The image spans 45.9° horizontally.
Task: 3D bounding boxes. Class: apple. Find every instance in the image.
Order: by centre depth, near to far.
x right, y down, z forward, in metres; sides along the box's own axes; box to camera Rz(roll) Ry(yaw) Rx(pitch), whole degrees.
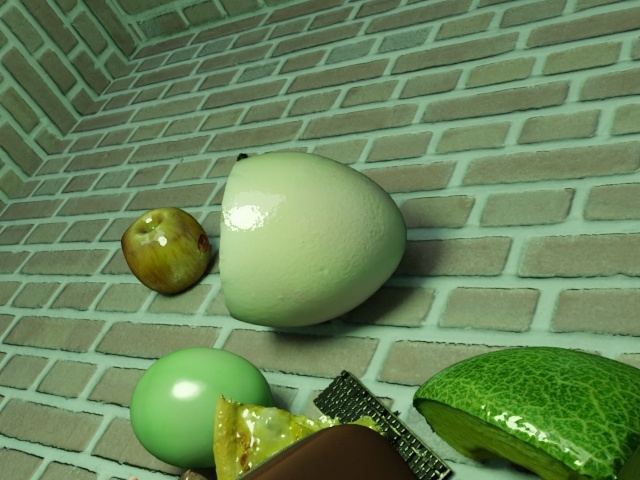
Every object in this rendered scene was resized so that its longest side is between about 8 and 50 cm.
[{"bbox_3d":[-0.383,0.024,1.886,0.211,0.188,0.211,-18,39,16],"label":"apple"}]

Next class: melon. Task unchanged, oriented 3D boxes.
[{"bbox_3d":[0.293,0.246,1.048,0.343,0.226,0.331,20,25,36],"label":"melon"}]

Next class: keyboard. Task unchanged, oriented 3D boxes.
[{"bbox_3d":[0.095,0.325,1.287,0.106,0.027,0.317,-42,35,-9],"label":"keyboard"}]

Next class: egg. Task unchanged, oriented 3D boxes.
[{"bbox_3d":[-0.218,0.306,1.392,0.270,0.220,0.220,-11,41,15],"label":"egg"},{"bbox_3d":[0.000,0.000,1.497,0.340,0.354,0.354,2,44,9],"label":"egg"}]

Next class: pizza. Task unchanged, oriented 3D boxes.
[{"bbox_3d":[-0.036,0.345,1.223,0.288,0.075,0.280,-25,77,6],"label":"pizza"}]

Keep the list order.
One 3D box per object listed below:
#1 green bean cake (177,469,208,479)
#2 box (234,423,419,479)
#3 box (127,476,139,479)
[{"bbox_3d":[-0.248,0.473,1.317,0.135,0.056,0.135,-59,6,-26],"label":"green bean cake"},{"bbox_3d":[-0.018,0.405,0.970,0.404,0.263,0.108,-22,-20,-41],"label":"box"},{"bbox_3d":[-0.264,0.583,1.030,0.300,0.312,0.314,-35,34,3],"label":"box"}]
